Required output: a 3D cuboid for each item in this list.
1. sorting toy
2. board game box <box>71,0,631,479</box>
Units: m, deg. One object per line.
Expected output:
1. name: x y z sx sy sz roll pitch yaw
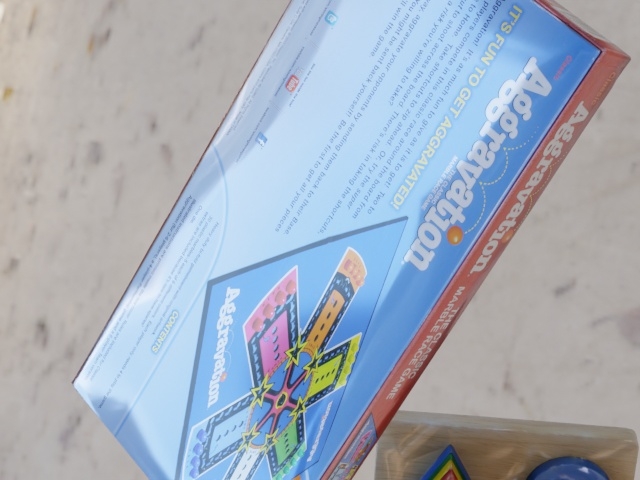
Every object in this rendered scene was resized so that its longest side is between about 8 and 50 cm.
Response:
1. sorting toy: 0.082 0.159 0.774 0.046 0.274 0.132 -81 -4 -66
2. board game box: 0.000 0.000 0.646 0.145 0.027 0.281 45 113 32
